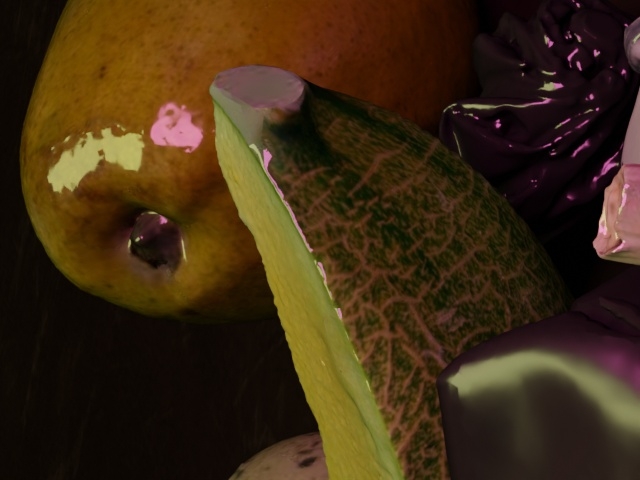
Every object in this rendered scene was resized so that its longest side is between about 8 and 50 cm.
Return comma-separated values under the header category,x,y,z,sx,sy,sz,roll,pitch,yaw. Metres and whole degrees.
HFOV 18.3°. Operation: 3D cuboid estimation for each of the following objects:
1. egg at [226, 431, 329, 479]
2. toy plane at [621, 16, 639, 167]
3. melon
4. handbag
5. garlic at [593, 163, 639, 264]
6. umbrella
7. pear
category,x,y,z,sx,sy,sz,roll,pitch,yaw
egg,0.025,0.206,1.158,0.228,0.177,0.177,23,114,47
toy plane,0.182,-0.069,0.873,0.174,0.080,0.174,-170,90,-81
melon,0.048,0.062,0.930,0.124,0.196,0.323,-4,121,33
handbag,0.183,0.192,0.765,0.288,0.152,0.342,48,161,45
garlic,0.198,-0.005,0.671,0.218,0.212,0.218,-179,90,-68
umbrella,0.092,0.005,1.072,0.340,0.118,0.118,111,148,-50
pear,-0.036,-0.084,1.127,0.307,0.253,0.253,-61,-8,-49
